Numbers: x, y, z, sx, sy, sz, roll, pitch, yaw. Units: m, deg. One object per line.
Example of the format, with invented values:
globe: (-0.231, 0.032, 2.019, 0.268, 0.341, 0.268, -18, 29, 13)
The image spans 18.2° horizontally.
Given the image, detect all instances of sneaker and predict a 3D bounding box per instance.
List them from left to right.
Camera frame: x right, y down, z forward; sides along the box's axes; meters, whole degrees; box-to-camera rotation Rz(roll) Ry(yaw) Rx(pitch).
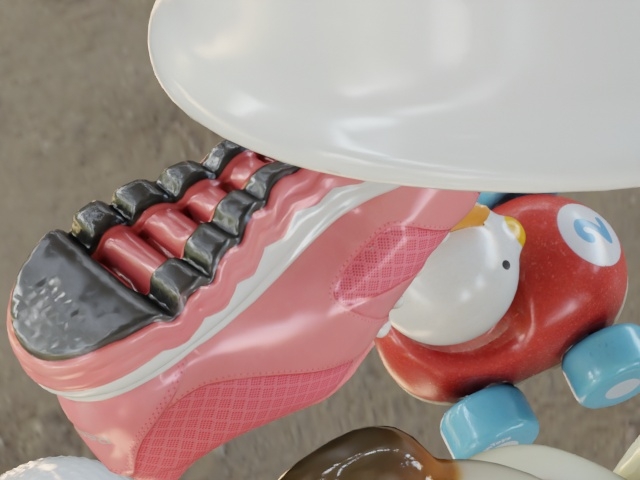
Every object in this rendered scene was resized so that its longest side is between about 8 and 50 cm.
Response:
sneaker: (-0.001, 0.000, 0.956, 0.314, 0.136, 0.116, -33, 42, -17)

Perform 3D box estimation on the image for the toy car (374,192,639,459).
toy car: (0.120, 0.022, 1.509, 0.210, 0.238, 0.219, -28, 64, 6)

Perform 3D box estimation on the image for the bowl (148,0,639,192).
bowl: (0.083, -0.140, 0.586, 0.297, 0.134, 0.298, -9, 27, 4)

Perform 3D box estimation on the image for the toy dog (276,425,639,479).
toy dog: (0.083, 0.229, 0.957, 0.395, 0.408, 0.284, -39, 74, 1)

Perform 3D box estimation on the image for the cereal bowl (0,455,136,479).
cereal bowl: (-0.262, 0.288, 1.446, 0.141, 0.339, 0.339, 38, 65, -8)
